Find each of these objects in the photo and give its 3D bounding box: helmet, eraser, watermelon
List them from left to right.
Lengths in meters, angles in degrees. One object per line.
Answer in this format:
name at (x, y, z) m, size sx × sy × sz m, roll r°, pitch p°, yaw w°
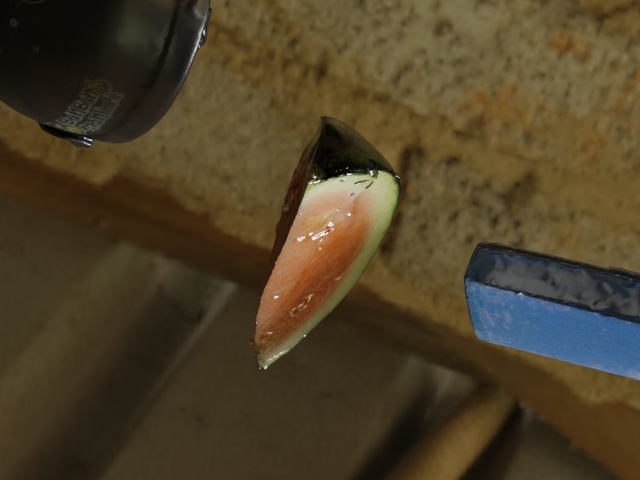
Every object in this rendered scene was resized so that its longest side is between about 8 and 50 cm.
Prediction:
helmet at (-0.193, -0.192, 1.254) m, size 0.160 × 0.279 × 0.230 m, roll 10°, pitch -112°, yaw -33°
watermelon at (-0.006, -0.002, 1.130) m, size 0.063 × 0.245 × 0.119 m, roll 38°, pitch -120°, yaw 11°
eraser at (0.271, 0.075, 1.363) m, size 0.312 × 0.144 × 0.043 m, roll 14°, pitch -110°, yaw 15°
